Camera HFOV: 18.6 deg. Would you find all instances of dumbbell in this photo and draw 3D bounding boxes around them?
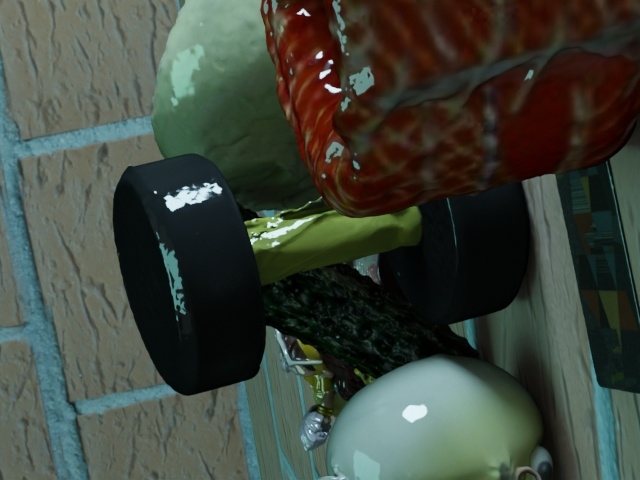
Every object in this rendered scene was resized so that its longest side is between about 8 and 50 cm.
[{"bbox_3d":[0.000,0.000,1.696,0.204,0.322,0.204,166,90,-73],"label":"dumbbell"}]

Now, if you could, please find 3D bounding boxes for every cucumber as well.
[{"bbox_3d":[0.027,0.077,1.876,0.096,0.359,0.096,-48,23,29],"label":"cucumber"}]

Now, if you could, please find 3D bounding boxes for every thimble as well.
[{"bbox_3d":[0.078,-0.203,1.345,0.350,0.230,0.350,167,90,-83],"label":"thimble"}]

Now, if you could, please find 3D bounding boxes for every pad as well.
[{"bbox_3d":[0.212,0.013,1.492,0.143,0.003,0.211,171,87,-81],"label":"pad"}]

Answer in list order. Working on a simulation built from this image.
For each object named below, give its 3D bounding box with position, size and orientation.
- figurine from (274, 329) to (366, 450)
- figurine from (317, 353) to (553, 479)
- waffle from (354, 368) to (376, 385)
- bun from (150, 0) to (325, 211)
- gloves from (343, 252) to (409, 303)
[{"bbox_3d":[0.010,0.172,2.566,0.240,0.115,0.175,80,175,-51],"label":"figurine"},{"bbox_3d":[0.142,0.306,1.768,0.394,0.226,0.274,62,154,11],"label":"figurine"},{"bbox_3d":[0.063,0.102,2.306,0.250,0.056,0.261,90,163,-65],"label":"waffle"},{"bbox_3d":[-0.008,-0.177,1.852,0.361,0.213,0.361,-61,-9,-17],"label":"bun"},{"bbox_3d":[0.021,0.029,2.133,0.241,0.126,0.145,-9,84,50],"label":"gloves"}]
